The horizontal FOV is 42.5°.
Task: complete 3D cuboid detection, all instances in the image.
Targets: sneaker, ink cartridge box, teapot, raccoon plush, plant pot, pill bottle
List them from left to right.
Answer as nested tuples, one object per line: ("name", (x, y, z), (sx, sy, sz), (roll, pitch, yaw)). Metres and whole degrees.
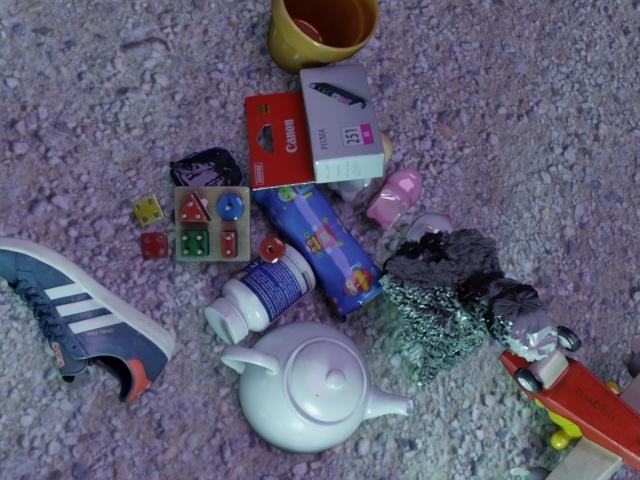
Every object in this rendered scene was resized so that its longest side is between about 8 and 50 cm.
("sneaker", (-0.409, 0.135, 1.325), (0.350, 0.131, 0.148), (35, 60, -11))
("pill bottle", (-0.110, 0.098, 1.475), (0.187, 0.112, 0.112), (-38, 92, -28))
("ink cartridge box", (-0.019, -0.218, 1.531), (0.239, 0.060, 0.275), (-6, 48, -3))
("teapot", (-0.015, 0.247, 1.428), (0.256, 0.187, 0.252), (-26, 87, -26))
("plant pot", (-0.016, -0.424, 1.628), (0.205, 0.188, 0.205), (7, 71, -22))
("raccoon plush", (0.249, 0.184, 1.438), (0.216, 0.446, 0.299), (-16, 117, -3))

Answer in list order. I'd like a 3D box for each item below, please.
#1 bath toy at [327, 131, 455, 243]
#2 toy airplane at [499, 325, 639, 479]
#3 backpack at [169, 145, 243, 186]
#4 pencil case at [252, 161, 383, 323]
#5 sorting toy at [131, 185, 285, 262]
("bath toy", (0.135, -0.100, 1.640), (0.348, 0.129, 0.151), (43, 107, -4))
("toy airplane", (0.556, 0.366, 1.593), (0.386, 0.272, 0.384), (-5, 60, 9))
("backpack", (-0.208, -0.114, 1.511), (0.114, 0.084, 0.105), (-30, 91, -21))
("pencil case", (0.000, 0.000, 1.548), (0.119, 0.133, 0.306), (-35, 89, -3))
("sorting toy", (-0.199, -0.028, 1.432), (0.274, 0.046, 0.132), (1, 96, 5))
